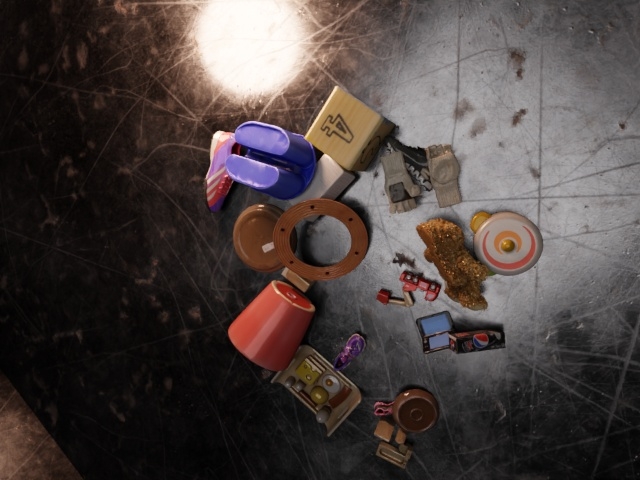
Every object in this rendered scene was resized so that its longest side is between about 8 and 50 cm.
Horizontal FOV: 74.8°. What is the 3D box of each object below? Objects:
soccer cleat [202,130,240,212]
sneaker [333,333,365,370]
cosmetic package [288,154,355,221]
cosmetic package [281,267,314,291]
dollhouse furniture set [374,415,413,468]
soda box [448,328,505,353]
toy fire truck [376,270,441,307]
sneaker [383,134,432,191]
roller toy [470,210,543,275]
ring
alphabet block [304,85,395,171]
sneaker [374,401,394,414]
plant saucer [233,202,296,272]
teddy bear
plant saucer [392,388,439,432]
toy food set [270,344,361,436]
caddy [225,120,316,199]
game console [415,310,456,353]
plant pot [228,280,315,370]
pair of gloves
[{"bbox_3d":[-0.372,-0.257,1.620,0.117,0.109,0.317,14,100,14],"label":"soccer cleat"},{"bbox_3d":[0.106,0.423,1.553,0.068,0.071,0.169,35,107,12],"label":"sneaker"},{"bbox_3d":[-0.001,-0.188,1.486,0.231,0.086,0.117,-46,60,21],"label":"cosmetic package"},{"bbox_3d":[-0.084,0.142,1.591,0.115,0.060,0.041,37,108,10],"label":"cosmetic package"},{"bbox_3d":[0.254,0.758,1.517,0.144,0.123,0.151,20,104,17],"label":"dollhouse furniture set"},{"bbox_3d":[0.508,0.326,1.358,0.169,0.060,0.053,-5,92,-8],"label":"soda box"},{"bbox_3d":[0.306,0.183,1.458,0.192,0.047,0.135,22,105,15],"label":"toy fire truck"},{"bbox_3d":[0.313,-0.276,1.378,0.106,0.078,0.234,-44,85,17],"label":"sneaker"},{"bbox_3d":[0.569,0.005,1.281,0.191,0.146,0.209,-9,93,20],"label":"roller toy"},{"bbox_3d":[0.000,0.000,1.491,0.338,0.032,0.336,1,120,2],"label":"ring"},{"bbox_3d":[0.100,-0.361,1.383,0.193,0.192,0.197,38,109,14],"label":"alphabet block"},{"bbox_3d":[0.252,0.623,1.535,0.120,0.057,0.047,-13,91,20],"label":"sneaker"},{"bbox_3d":[-0.226,-0.006,1.634,0.278,0.041,0.277,3,98,19],"label":"plant saucer"},{"bbox_3d":[0.426,0.074,1.316,0.113,0.245,0.337,-30,90,-7],"label":"teddy bear"},{"bbox_3d":[0.342,0.617,1.493,0.169,0.029,0.168,1,98,5],"label":"plant saucer"},{"bbox_3d":[-0.022,0.575,1.610,0.306,0.092,0.219,39,109,11],"label":"toy food set"},{"bbox_3d":[-0.173,-0.283,1.495,0.342,0.179,0.241,23,95,34],"label":"caddy"},{"bbox_3d":[0.397,0.316,1.433,0.122,0.107,0.071,-21,118,22],"label":"game console"},{"bbox_3d":[-0.164,0.299,1.548,0.275,0.275,0.243,35,97,13],"label":"plant pot"},{"bbox_3d":[0.320,-0.194,1.330,0.241,0.042,0.203,-7,99,17],"label":"pair of gloves"}]
